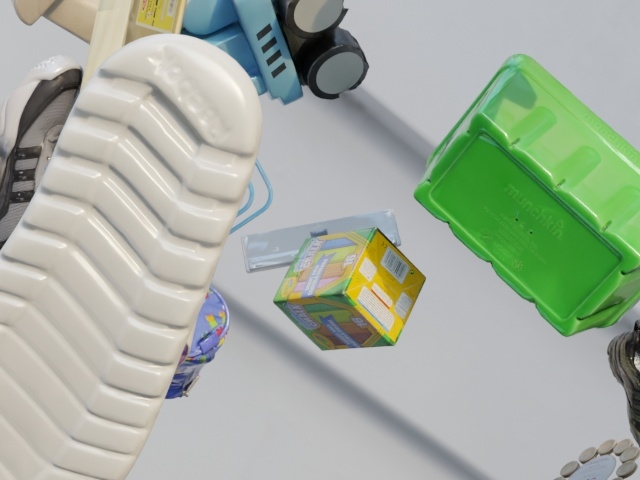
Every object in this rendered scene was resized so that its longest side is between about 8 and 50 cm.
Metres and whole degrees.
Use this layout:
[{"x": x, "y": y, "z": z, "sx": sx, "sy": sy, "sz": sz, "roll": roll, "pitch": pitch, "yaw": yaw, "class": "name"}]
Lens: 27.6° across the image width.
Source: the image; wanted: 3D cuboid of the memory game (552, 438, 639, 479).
[{"x": 0.439, "y": 0.385, "z": 2.115, "sx": 0.186, "sy": 0.012, "sz": 0.186, "roll": -37, "pitch": 11, "yaw": 8, "class": "memory game"}]

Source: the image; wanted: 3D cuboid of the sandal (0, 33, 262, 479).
[{"x": -0.161, "y": 0.054, "z": 0.899, "sx": 0.416, "sy": 0.169, "sz": 0.102, "roll": -55, "pitch": 1, "yaw": 10, "class": "sandal"}]

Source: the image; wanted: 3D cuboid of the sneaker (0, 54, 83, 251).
[{"x": -0.287, "y": -0.055, "z": 1.411, "sx": 0.269, "sy": 0.153, "sz": 0.101, "roll": -62, "pitch": -18, "yaw": 15, "class": "sneaker"}]

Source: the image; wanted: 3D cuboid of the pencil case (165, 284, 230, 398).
[{"x": -0.224, "y": 0.163, "z": 2.022, "sx": 0.119, "sy": 0.133, "sz": 0.306, "roll": -38, "pitch": -6, "yaw": -26, "class": "pencil case"}]

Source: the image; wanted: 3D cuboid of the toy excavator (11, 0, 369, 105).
[{"x": -0.196, "y": -0.338, "z": 1.968, "sx": 0.445, "sy": 0.433, "sz": 0.222, "roll": -27, "pitch": 51, "yaw": -3, "class": "toy excavator"}]

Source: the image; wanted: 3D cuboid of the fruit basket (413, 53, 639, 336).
[{"x": 0.341, "y": -0.061, "z": 1.866, "sx": 0.283, "sy": 0.392, "sz": 0.392, "roll": -53, "pitch": 19, "yaw": 33, "class": "fruit basket"}]

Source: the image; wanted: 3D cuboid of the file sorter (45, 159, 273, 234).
[{"x": -0.137, "y": -0.052, "z": 1.182, "sx": 0.118, "sy": 0.104, "sz": 0.170, "roll": -33, "pitch": -12, "yaw": 21, "class": "file sorter"}]

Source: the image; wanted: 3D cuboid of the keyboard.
[{"x": 0.000, "y": 0.000, "z": 2.125, "sx": 0.256, "sy": 0.014, "sz": 0.072, "roll": -10, "pitch": 54, "yaw": -2, "class": "keyboard"}]

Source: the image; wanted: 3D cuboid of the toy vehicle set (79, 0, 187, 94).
[{"x": -0.190, "y": -0.272, "z": 1.435, "sx": 0.166, "sy": 0.035, "sz": 0.267, "roll": -8, "pitch": -68, "yaw": -77, "class": "toy vehicle set"}]

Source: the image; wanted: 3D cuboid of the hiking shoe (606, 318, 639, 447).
[{"x": 0.489, "y": 0.229, "z": 1.897, "sx": 0.086, "sy": 0.227, "sz": 0.114, "roll": -21, "pitch": -19, "yaw": -9, "class": "hiking shoe"}]

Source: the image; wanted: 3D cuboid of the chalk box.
[{"x": 0.027, "y": 0.079, "z": 1.992, "sx": 0.213, "sy": 0.132, "sz": 0.132, "roll": -11, "pitch": 43, "yaw": 48, "class": "chalk box"}]
